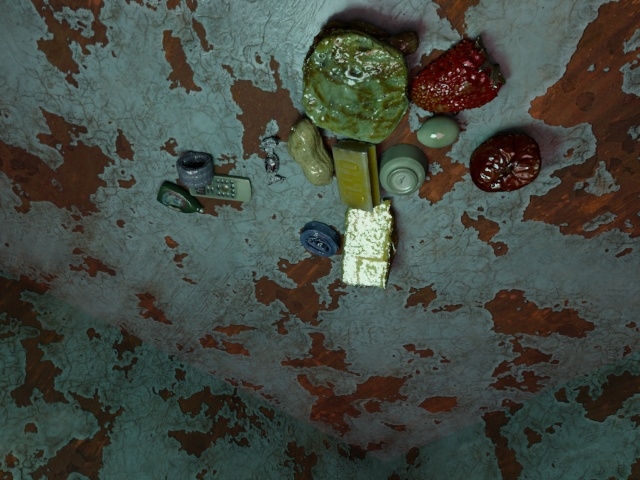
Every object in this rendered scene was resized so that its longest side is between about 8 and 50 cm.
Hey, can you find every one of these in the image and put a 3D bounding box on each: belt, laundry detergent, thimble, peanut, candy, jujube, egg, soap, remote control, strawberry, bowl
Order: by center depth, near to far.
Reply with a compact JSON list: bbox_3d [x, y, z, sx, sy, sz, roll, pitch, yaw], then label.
[{"bbox_3d":[0.452,-0.509,1.537,0.306,0.137,0.233,-30,119,29],"label":"strawberry"},{"bbox_3d":[0.662,-0.283,1.646,0.232,0.213,0.213,-9,127,13],"label":"jujube"},{"bbox_3d":[0.428,-0.393,1.650,0.152,0.114,0.114,-4,128,13],"label":"egg"},{"bbox_3d":[-0.044,-0.345,1.781,0.159,0.143,0.291,27,153,45],"label":"peanut"},{"bbox_3d":[0.323,-0.260,1.789,0.211,0.112,0.211,5,131,6],"label":"bowl"},{"bbox_3d":[0.146,-0.257,1.807,0.173,0.089,0.274,19,137,35],"label":"soap"},{"bbox_3d":[-0.196,-0.324,1.884,0.094,0.051,0.226,4,130,5],"label":"candy"},{"bbox_3d":[-0.527,-0.297,1.915,0.150,0.150,0.097,8,136,5],"label":"thimble"},{"bbox_3d":[-0.445,-0.238,2.016,0.285,0.038,0.123,9,130,4],"label":"remote control"},{"bbox_3d":[0.000,0.000,2.092,0.190,0.082,0.141,33,134,-14],"label":"belt"},{"bbox_3d":[-0.642,-0.178,2.096,0.211,0.063,0.137,27,132,-14],"label":"laundry detergent"}]

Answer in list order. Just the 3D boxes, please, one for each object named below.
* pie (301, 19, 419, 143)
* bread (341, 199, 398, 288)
[{"bbox_3d":[0.121,-0.526,1.569,0.395,0.180,0.418,11,138,1],"label":"pie"},{"bbox_3d":[0.207,0.027,1.959,0.248,0.279,0.315,3,142,19],"label":"bread"}]
